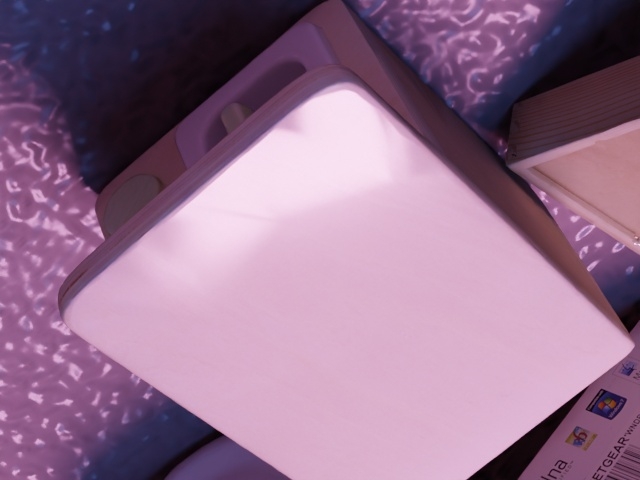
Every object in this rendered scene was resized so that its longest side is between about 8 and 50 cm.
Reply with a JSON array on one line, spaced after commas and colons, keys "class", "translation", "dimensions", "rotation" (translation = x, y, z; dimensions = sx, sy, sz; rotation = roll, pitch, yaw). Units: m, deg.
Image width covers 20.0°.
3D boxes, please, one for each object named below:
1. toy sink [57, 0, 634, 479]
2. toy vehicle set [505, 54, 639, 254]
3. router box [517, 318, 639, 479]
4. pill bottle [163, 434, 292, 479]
[{"class": "toy sink", "translation": [0.000, 0.000, 0.799], "dimensions": [0.153, 0.131, 0.234], "rotation": [-40, 132, 13]}, {"class": "toy vehicle set", "translation": [0.238, -0.014, 0.868], "dimensions": [0.267, 0.035, 0.166], "rotation": [30, 149, -33]}, {"class": "router box", "translation": [0.162, 0.252, 0.964], "dimensions": [0.335, 0.082, 0.301], "rotation": [-49, 133, -22]}, {"class": "pill bottle", "translation": [0.011, 0.209, 0.957], "dimensions": [0.131, 0.131, 0.229], "rotation": [-35, 128, 9]}]
